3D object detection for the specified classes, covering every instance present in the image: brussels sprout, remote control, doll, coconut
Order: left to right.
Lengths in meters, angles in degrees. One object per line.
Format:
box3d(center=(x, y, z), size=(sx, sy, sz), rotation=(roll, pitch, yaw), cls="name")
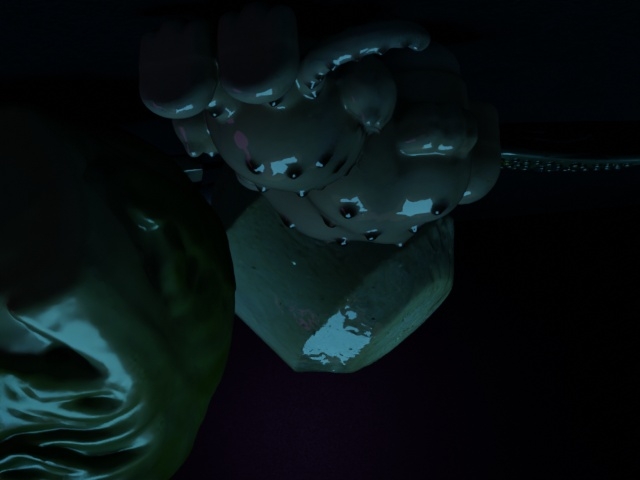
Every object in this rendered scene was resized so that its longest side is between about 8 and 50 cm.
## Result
box3d(center=(-0.205, 0.045, 1.219), size=(0.289, 0.281, 0.355), rotation=(12, 156, 2), cls="brussels sprout")
box3d(center=(0.000, 0.000, 1.533), size=(0.202, 0.222, 0.202), rotation=(-42, 168, -12), cls="coconut")
box3d(center=(0.006, -0.068, 0.972), size=(0.154, 0.119, 0.278), rotation=(-6, 168, 15), cls="doll")
box3d(center=(0.235, -0.087, 1.666), size=(0.222, 0.042, 0.072), rotation=(-2, 176, -31), cls="remote control")

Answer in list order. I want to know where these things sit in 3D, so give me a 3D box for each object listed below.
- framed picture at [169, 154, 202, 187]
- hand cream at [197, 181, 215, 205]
box3d(center=(-0.219, -0.056, 1.752), size=(0.209, 0.019, 0.281), rotation=(-5, 178, -3), cls="framed picture")
box3d(center=(-0.078, -0.047, 1.751), size=(0.256, 0.055, 0.088), rotation=(-8, -175, 30), cls="hand cream")
